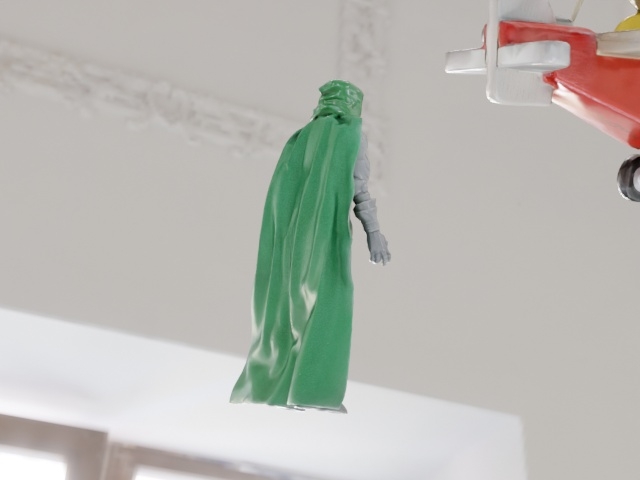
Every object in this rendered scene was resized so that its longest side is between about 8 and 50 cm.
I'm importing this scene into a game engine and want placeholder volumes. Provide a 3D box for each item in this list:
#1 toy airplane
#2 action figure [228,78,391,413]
[{"bbox_3d":[0.339,-0.226,1.455,0.384,0.386,0.272,43,67,-73],"label":"toy airplane"},{"bbox_3d":[0.000,0.000,0.866,0.137,0.063,0.232,-5,-106,52],"label":"action figure"}]
